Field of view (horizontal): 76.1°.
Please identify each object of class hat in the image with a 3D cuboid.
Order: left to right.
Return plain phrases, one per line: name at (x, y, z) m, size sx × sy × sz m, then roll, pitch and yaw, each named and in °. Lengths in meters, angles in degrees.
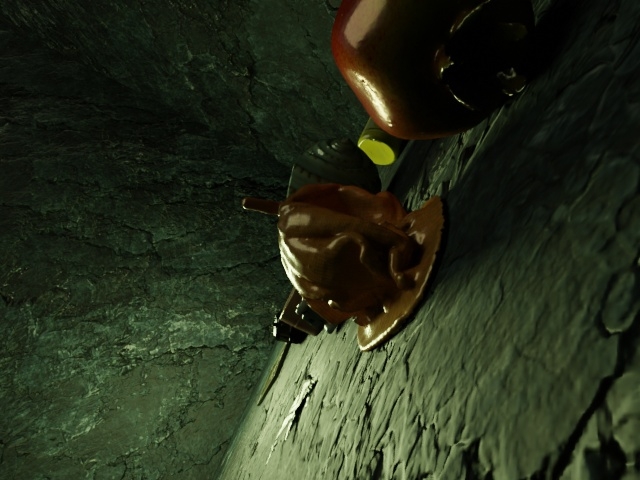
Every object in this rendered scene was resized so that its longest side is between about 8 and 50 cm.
hat at (0.000, 0.000, 0.534) m, size 0.244 × 0.233 × 0.233 m, roll -67°, pitch 2°, yaw -73°

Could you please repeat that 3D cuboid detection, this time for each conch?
conch at (0.041, -0.089, 1.024) m, size 0.303 × 0.215 × 0.319 m, roll -57°, pitch -36°, yaw -56°

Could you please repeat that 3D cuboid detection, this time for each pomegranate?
pomegranate at (0.132, -0.219, 0.461) m, size 0.221 × 0.221 × 0.256 m, roll -63°, pitch 28°, yaw 28°

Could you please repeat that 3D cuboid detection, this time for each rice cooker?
rice cooker at (-0.102, 0.281, 1.342) m, size 0.165 × 0.106 × 0.112 m, roll 84°, pitch -163°, yaw -79°

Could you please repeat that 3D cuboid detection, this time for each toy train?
toy train at (0.025, 0.097, 0.810) m, size 0.127 × 0.089 × 0.219 m, roll -51°, pitch -8°, yaw -44°

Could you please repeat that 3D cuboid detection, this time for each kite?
kite at (-0.047, 0.328, 0.788) m, size 0.183 × 0.010 × 0.160 m, roll -60°, pitch 0°, yaw 18°

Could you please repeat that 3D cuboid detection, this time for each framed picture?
framed picture at (-0.190, 0.532, 1.658) m, size 0.260 × 0.023 × 0.189 m, roll -62°, pitch 3°, yaw 38°

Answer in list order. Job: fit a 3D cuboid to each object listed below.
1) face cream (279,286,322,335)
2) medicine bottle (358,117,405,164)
face cream at (-0.029, 0.160, 1.064) m, size 0.149 × 0.104 × 0.149 m, roll -63°, pitch 2°, yaw 4°
medicine bottle at (0.200, -0.336, 1.190) m, size 0.212 × 0.122 × 0.122 m, roll -65°, pitch 2°, yaw -21°
